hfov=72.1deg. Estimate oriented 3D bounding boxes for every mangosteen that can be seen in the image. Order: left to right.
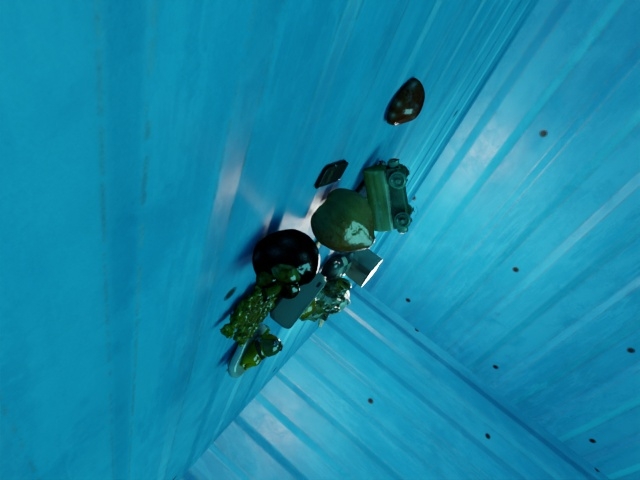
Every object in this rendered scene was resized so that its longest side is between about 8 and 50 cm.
[{"bbox_3d":[-0.100,0.076,1.214,0.194,0.194,0.230,114,-10,-48],"label":"mangosteen"}]

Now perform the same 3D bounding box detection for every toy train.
[{"bbox_3d":[0.268,-0.169,1.716,0.126,0.190,0.307,-51,134,-54],"label":"toy train"}]

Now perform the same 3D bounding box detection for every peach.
[{"bbox_3d":[0.089,-0.057,1.487,0.232,0.232,0.232,-49,167,-15],"label":"peach"}]

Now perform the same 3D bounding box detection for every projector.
[{"bbox_3d":[-0.098,0.214,1.753,0.250,0.108,0.198,-52,-174,-4],"label":"projector"}]

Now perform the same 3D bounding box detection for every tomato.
[{"bbox_3d":[0.291,-0.442,1.473,0.174,0.082,0.166,-48,168,-31],"label":"tomato"}]

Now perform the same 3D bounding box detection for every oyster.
[{"bbox_3d":[-0.003,0.298,2.157,0.351,0.115,0.237,-1,102,-40],"label":"oyster"}]

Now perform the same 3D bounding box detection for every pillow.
[{"bbox_3d":[0.078,0.143,2.297,0.250,0.106,0.186,-23,149,-58],"label":"pillow"}]

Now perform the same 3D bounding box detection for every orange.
[{"bbox_3d":[-0.094,0.267,1.922,0.156,0.157,0.134,-50,138,-12],"label":"orange"}]

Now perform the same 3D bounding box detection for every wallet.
[{"bbox_3d":[0.035,-0.205,1.355,0.082,0.018,0.157,-59,165,28],"label":"wallet"}]

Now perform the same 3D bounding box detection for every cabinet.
[{"bbox_3d":[0.209,0.122,2.476,0.150,0.206,0.145,-40,163,-45],"label":"cabinet"}]

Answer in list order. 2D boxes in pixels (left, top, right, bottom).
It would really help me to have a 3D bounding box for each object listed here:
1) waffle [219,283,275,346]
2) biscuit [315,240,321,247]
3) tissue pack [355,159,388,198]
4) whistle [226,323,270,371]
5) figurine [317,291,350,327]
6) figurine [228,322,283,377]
[{"bbox_3d":[-0.234,0.238,1.515,0.259,0.069,0.293,-53,169,-19],"label":"waffle"},{"bbox_3d":[0.000,0.000,1.808,0.147,0.018,0.071,-54,165,13],"label":"biscuit"},{"bbox_3d":[0.252,-0.203,1.941,0.259,0.122,0.361,-53,170,12],"label":"tissue pack"},{"bbox_3d":[-0.308,0.466,1.884,0.258,0.067,0.126,-48,164,-32],"label":"whistle"},{"bbox_3d":[0.012,0.347,2.405,0.394,0.227,0.274,13,88,-66],"label":"figurine"},{"bbox_3d":[-0.244,0.461,1.777,0.250,0.141,0.166,-60,150,-27],"label":"figurine"}]
